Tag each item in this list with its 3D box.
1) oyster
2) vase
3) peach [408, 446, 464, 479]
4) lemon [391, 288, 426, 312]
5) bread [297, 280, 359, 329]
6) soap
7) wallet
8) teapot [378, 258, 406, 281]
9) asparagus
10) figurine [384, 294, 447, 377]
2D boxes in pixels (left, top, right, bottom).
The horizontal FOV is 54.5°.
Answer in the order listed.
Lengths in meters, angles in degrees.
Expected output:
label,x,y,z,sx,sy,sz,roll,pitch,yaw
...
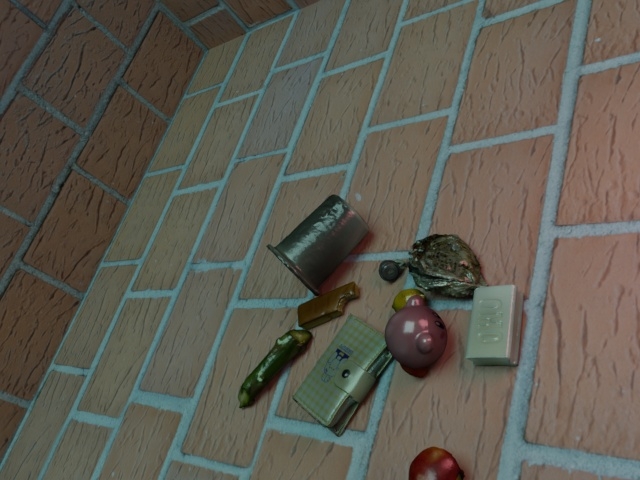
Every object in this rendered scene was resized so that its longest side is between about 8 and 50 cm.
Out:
label,x,y,z,sx,sy,sz,roll,pitch,yaw
oyster,0.350,0.080,1.756,0.198,0.112,0.268,-19,36,5
vase,0.000,0.000,2.057,0.291,0.245,0.245,-47,38,-2
peach,0.260,0.562,1.447,0.118,0.151,0.151,-15,27,-29
lemon,0.258,0.177,1.773,0.110,0.082,0.082,-26,44,38
bread,0.026,0.211,2.000,0.226,0.049,0.088,-26,45,27
soap,0.442,0.215,1.573,0.119,0.066,0.198,-9,54,38
wallet,0.066,0.383,1.810,0.310,0.077,0.223,-54,35,-6
teapot,0.217,0.084,1.913,0.087,0.066,0.057,-26,21,-4
asparagus,-0.164,0.410,2.004,0.343,0.085,0.082,-45,62,3
figurine,0.254,0.250,1.649,0.173,0.173,0.173,-26,44,28
